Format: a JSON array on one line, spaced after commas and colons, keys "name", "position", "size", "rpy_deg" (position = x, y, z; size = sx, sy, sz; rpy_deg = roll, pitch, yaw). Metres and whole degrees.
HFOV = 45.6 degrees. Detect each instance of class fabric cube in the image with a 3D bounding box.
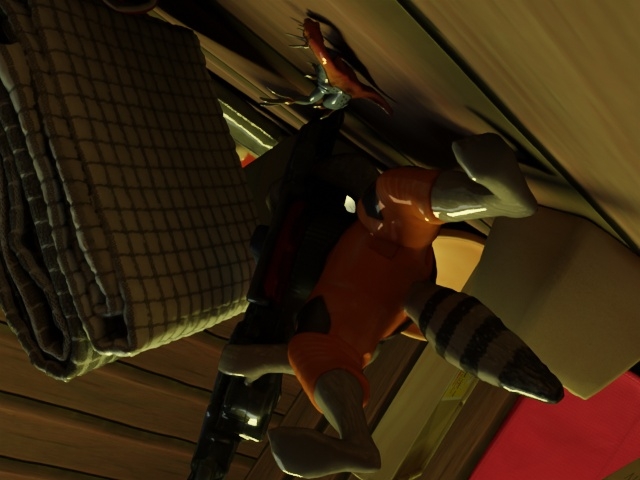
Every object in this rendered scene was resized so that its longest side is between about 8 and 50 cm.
[{"name": "fabric cube", "position": [0.384, 0.284, 1.039], "size": [0.259, 0.258, 0.254], "rpy_deg": [33, -170, 17]}]

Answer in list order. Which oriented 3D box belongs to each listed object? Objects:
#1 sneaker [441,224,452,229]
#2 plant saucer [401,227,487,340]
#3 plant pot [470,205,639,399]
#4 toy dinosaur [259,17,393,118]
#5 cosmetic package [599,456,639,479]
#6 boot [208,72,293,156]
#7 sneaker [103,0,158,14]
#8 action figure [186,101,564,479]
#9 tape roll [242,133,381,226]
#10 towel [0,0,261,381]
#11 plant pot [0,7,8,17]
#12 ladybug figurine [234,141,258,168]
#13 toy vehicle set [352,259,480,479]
[{"name": "sneaker", "position": [0.141, 0.004, 1.051], "size": [0.341, 0.125, 0.139], "rpy_deg": [29, -150, -14]}, {"name": "plant saucer", "position": [0.154, 0.054, 0.962], "size": [0.200, 0.200, 0.037], "rpy_deg": [32, -138, -18]}, {"name": "plant pot", "position": [0.167, 0.044, 0.531], "size": [0.109, 0.096, 0.109], "rpy_deg": [32, -179, -18]}, {"name": "toy dinosaur", "position": [0.008, -0.099, 0.432], "size": [0.090, 0.047, 0.082], "rpy_deg": [-2, 178, -12]}, {"name": "cosmetic package", "position": [0.359, 0.356, 0.555], "size": [0.327, 0.329, 0.394], "rpy_deg": [58, -178, 3]}, {"name": "boot", "position": [-0.109, -0.157, 1.083], "size": [0.209, 0.076, 0.190], "rpy_deg": [25, 169, -14]}, {"name": "sneaker", "position": [-0.167, -0.198, 0.538], "size": [0.118, 0.042, 0.067], "rpy_deg": [23, -170, -29]}, {"name": "action figure", "position": [0.020, 0.074, 0.557], "size": [0.179, 0.341, 0.330], "rpy_deg": [19, -178, -7]}, {"name": "tape roll", "position": [0.000, 0.000, 0.808], "size": [0.219, 0.219, 0.072], "rpy_deg": [32, 141, -29]}, {"name": "towel", "position": [-0.169, -0.050, 0.625], "size": [0.235, 0.121, 0.283], "rpy_deg": [-14, -97, -67]}, {"name": "plant pot", "position": [-0.442, -0.270, 0.772], "size": [0.252, 0.248, 0.247], "rpy_deg": [52, -171, 22]}, {"name": "ladybug figurine", "position": [-0.080, -0.097, 1.460], "size": [0.305, 0.162, 0.449], "rpy_deg": [33, -179, 27]}, {"name": "toy vehicle set", "position": [0.136, 0.119, 0.754], "size": [0.035, 0.266, 0.166], "rpy_deg": [32, 180, 22]}]
